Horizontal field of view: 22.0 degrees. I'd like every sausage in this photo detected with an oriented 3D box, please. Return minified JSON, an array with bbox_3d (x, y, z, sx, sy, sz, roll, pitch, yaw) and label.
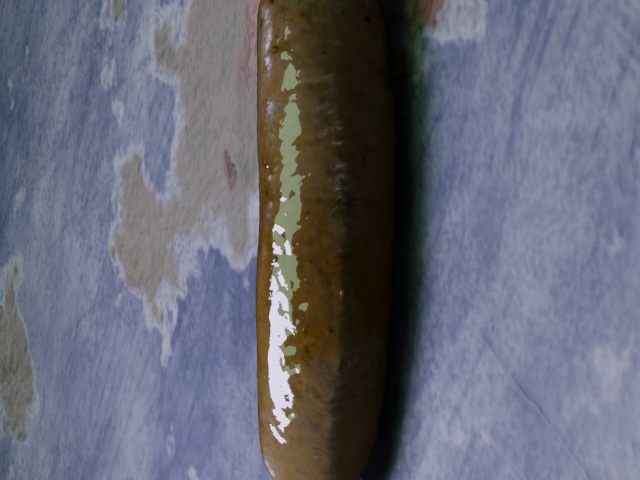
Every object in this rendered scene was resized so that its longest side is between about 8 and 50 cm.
[{"bbox_3d":[0.001,0.001,1.439,0.136,0.123,0.500,-168,77,-64],"label":"sausage"}]
